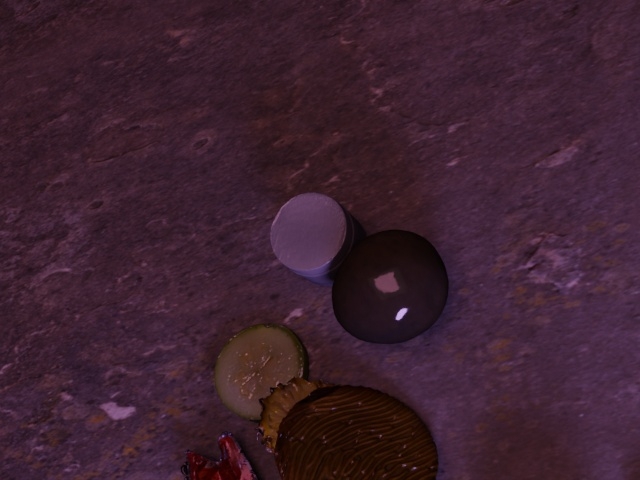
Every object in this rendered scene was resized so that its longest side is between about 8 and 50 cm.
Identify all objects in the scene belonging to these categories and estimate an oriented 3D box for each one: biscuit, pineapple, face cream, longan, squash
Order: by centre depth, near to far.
[{"bbox_3d":[0.071,0.406,1.658,0.318,0.040,0.317,5,44,-4],"label":"biscuit"},{"bbox_3d":[0.135,0.095,1.749,0.248,0.248,0.248,-7,70,20],"label":"longan"},{"bbox_3d":[-0.031,0.380,1.761,0.225,0.076,0.224,4,56,-6],"label":"pineapple"},{"bbox_3d":[0.000,0.000,1.868,0.177,0.153,0.177,-7,72,21],"label":"face cream"},{"bbox_3d":[-0.131,0.285,1.886,0.219,0.041,0.219,-7,69,20],"label":"squash"}]

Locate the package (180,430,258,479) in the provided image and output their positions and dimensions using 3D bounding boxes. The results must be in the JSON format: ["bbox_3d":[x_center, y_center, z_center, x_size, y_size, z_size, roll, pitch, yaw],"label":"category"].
[{"bbox_3d":[-0.198,0.547,1.811,0.194,0.071,0.269,-31,66,26],"label":"package"}]
